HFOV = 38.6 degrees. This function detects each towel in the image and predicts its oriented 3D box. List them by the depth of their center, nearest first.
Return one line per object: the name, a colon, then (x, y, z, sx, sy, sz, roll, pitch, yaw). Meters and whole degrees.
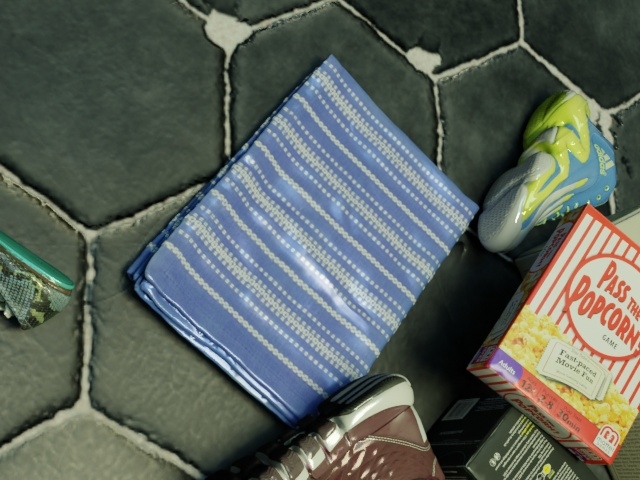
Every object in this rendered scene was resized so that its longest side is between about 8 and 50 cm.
towel: (0.000, 0.000, 0.899, 0.243, 0.040, 0.336, 44, 62, -11)

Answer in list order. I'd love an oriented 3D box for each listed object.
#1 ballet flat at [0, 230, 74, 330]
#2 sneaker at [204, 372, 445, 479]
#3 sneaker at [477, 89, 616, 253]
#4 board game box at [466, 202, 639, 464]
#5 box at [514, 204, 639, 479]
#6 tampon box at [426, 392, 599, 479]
ballet flat: (-0.290, 0.004, 0.742, 0.188, 0.070, 0.070, 42, 63, -7)
sneaker: (-0.005, 0.248, 0.778, 0.281, 0.106, 0.162, -32, 96, -16)
sneaker: (0.270, -0.057, 1.020, 0.126, 0.091, 0.240, 40, 62, -13)
board game box: (0.247, 0.085, 0.849, 0.147, 0.045, 0.193, 38, 69, -6)
box: (0.352, 0.126, 0.985, 0.121, 0.148, 0.311, -23, 89, -30)
tampon box: (0.185, 0.241, 0.883, 0.101, 0.120, 0.161, -44, 98, -28)
